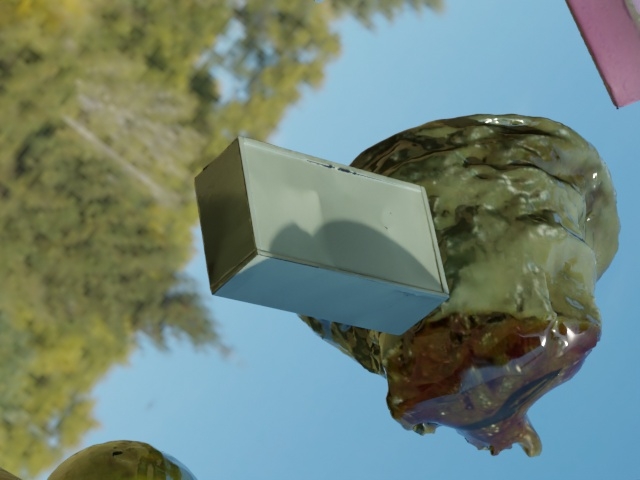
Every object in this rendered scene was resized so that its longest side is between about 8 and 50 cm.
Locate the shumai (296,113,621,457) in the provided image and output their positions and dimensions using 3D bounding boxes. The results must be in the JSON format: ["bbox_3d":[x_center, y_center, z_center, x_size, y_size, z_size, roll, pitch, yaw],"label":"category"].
[{"bbox_3d":[0.173,0.068,1.807,0.323,0.397,0.324,-110,-165,-51],"label":"shumai"}]

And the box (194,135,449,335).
[{"bbox_3d":[0.000,0.000,1.569,0.086,0.225,0.129,-40,-132,40],"label":"box"}]

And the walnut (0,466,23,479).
[{"bbox_3d":[-0.451,0.281,1.459,0.383,0.383,0.383,-47,-165,17],"label":"walnut"}]

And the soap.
[{"bbox_3d":[0.328,-0.294,1.860,0.081,0.259,0.181,-23,-170,30],"label":"soap"}]

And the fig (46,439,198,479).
[{"bbox_3d":[-0.215,0.341,1.888,0.233,0.233,0.314,-56,-168,-17],"label":"fig"}]

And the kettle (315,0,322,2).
[{"bbox_3d":[-0.076,-0.475,1.755,0.250,0.377,0.361,-60,179,38],"label":"kettle"}]

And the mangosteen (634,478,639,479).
[{"bbox_3d":[0.273,0.316,1.233,0.275,0.275,0.302,-52,174,0],"label":"mangosteen"}]
